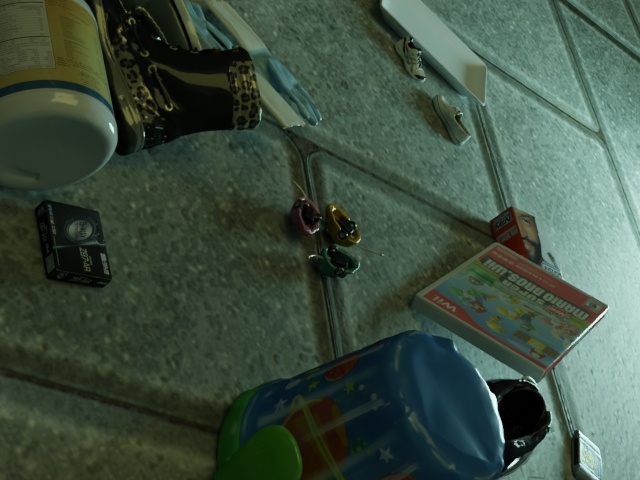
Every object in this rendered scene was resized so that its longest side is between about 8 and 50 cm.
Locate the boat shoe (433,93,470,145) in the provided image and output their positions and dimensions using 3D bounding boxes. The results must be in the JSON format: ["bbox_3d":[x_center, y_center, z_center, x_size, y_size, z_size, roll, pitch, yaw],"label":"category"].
[{"bbox_3d":[0.227,-0.211,1.903,0.035,0.035,0.100,2,59,-51],"label":"boat shoe"}]

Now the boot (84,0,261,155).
[{"bbox_3d":[-0.179,-0.216,1.289,0.178,0.085,0.237,-10,73,-27],"label":"boot"}]

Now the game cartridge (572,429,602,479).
[{"bbox_3d":[0.391,0.324,1.635,0.056,0.017,0.083,44,34,-21],"label":"game cartridge"}]

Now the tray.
[{"bbox_3d":[0.200,-0.359,2.012,0.270,0.030,0.145,40,36,-21],"label":"tray"}]

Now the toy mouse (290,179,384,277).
[{"bbox_3d":[0.000,0.000,1.422,0.161,0.031,0.143,48,33,-8],"label":"toy mouse"}]

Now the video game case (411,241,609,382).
[{"bbox_3d":[0.279,0.094,1.599,0.204,0.025,0.285,31,29,21],"label":"video game case"}]

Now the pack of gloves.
[{"bbox_3d":[-0.102,-0.227,1.487,0.232,0.046,0.195,49,20,6],"label":"pack of gloves"}]

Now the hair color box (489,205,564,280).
[{"bbox_3d":[0.339,0.036,1.801,0.093,0.053,0.167,20,44,-40],"label":"hair color box"}]

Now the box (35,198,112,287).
[{"bbox_3d":[-0.247,0.004,1.116,0.067,0.018,0.083,15,49,-44],"label":"box"}]

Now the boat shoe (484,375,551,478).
[{"bbox_3d":[0.239,0.227,1.398,0.340,0.158,0.127,-19,75,-56],"label":"boat shoe"}]

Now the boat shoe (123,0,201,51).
[{"bbox_3d":[-0.239,-0.307,1.375,0.099,0.116,0.320,-27,88,-14],"label":"boat shoe"}]

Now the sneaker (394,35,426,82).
[{"bbox_3d":[0.160,-0.311,1.910,0.083,0.037,0.032,59,31,5],"label":"sneaker"}]

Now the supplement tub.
[{"bbox_3d":[-0.286,-0.166,1.107,0.144,0.144,0.200,16,48,-44],"label":"supplement tub"}]

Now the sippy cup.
[{"bbox_3d":[0.054,0.208,1.120,0.240,0.224,0.305,48,32,-9],"label":"sippy cup"}]
